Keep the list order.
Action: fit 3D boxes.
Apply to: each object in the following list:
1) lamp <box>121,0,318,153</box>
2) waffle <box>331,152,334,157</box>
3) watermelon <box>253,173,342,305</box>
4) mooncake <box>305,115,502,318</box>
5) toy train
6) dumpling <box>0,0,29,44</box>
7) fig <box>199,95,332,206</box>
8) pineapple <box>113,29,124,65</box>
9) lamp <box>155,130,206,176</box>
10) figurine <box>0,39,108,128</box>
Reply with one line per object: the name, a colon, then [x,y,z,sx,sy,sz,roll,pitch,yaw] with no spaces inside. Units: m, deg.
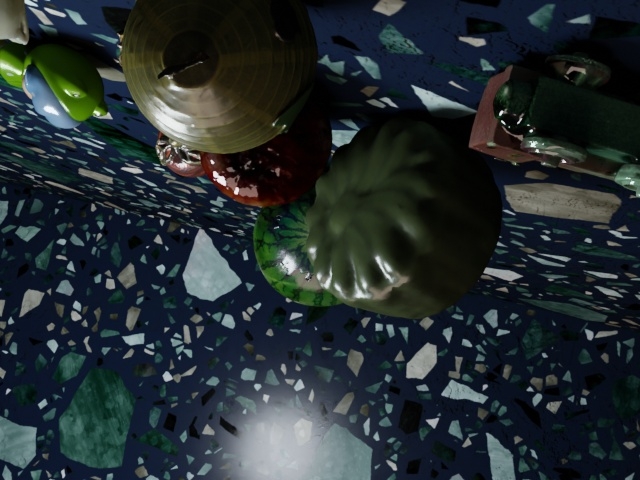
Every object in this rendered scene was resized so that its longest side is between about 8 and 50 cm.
lamp: [-0.133,-0.226,0.881,0.250,0.250,0.284,14,-161,7]
waffle: [0.062,-0.177,1.583,0.078,0.016,0.085,9,168,29]
watermelon: [0.000,0.000,1.756,0.363,0.363,0.363,15,170,3]
mooncake: [0.130,-0.041,1.274,0.194,0.356,0.356,27,165,-39]
toy train: [0.364,-0.148,0.978,0.304,0.150,0.221,15,180,-8]
dumpling: [-0.462,-0.341,0.930,0.151,0.124,0.229,40,161,4]
fig: [-0.088,-0.176,1.272,0.224,0.224,0.263,7,-171,40]
pineapple: [-0.257,-0.287,1.229,0.225,0.076,0.225,23,178,1]
lamp: [-0.275,-0.208,1.548,0.215,0.151,0.223,15,173,25]
figurine: [-0.536,-0.321,1.401,0.263,0.143,0.162,30,167,19]
